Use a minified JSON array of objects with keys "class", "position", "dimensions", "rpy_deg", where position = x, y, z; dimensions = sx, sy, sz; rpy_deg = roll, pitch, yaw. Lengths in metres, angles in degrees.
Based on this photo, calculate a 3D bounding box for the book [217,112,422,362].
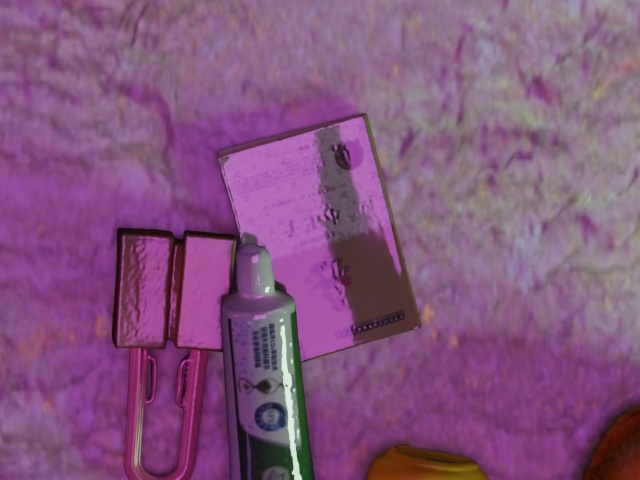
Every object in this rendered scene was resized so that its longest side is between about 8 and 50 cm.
[{"class":"book","position":[0.000,0.000,1.454],"dimensions":[0.139,0.016,0.198],"rpy_deg":[-16,96,-7]}]

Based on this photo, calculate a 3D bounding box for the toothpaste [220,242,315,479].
[{"class":"toothpaste","position":[-0.041,0.189,1.439],"dimensions":[0.099,0.061,0.392],"rpy_deg":[-6,108,-5]}]

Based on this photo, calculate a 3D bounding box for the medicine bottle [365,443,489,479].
[{"class":"medicine bottle","position":[0.074,0.338,1.465],"dimensions":[0.111,0.076,0.308],"rpy_deg":[9,94,-4]}]

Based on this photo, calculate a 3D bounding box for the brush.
[{"class":"brush","position":[-0.132,0.107,1.439],"dimensions":[0.103,0.047,0.233],"rpy_deg":[4,96,-9]}]

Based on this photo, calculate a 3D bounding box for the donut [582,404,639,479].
[{"class":"donut","position":[0.334,0.251,1.464],"dimensions":[0.227,0.114,0.226],"rpy_deg":[-1,97,-6]}]
